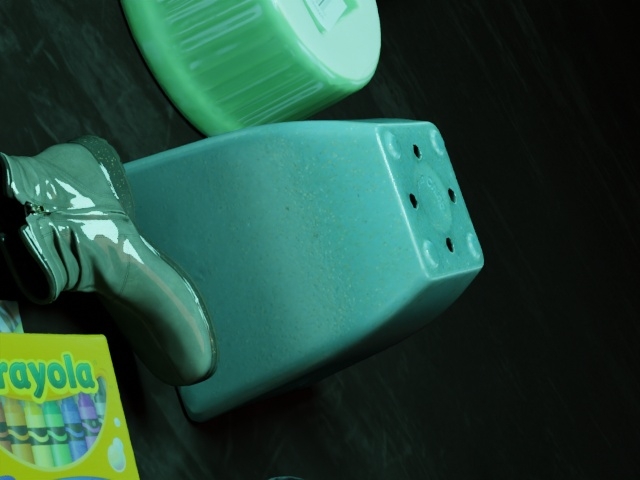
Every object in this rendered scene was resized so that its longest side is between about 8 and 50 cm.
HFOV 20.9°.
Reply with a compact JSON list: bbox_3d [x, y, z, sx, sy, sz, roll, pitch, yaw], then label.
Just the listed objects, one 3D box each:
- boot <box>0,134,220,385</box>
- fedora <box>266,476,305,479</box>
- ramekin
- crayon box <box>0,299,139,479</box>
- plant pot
[{"bbox_3d":[-0.193,0.031,1.429,0.246,0.083,0.161,60,27,1],"label":"boot"},{"bbox_3d":[0.040,0.358,1.538,0.334,0.152,0.334,42,37,-42],"label":"fedora"},{"bbox_3d":[-0.065,-0.257,1.794,0.303,0.148,0.303,42,37,-42],"label":"ramekin"},{"bbox_3d":[-0.220,0.181,1.256,0.203,0.083,0.323,8,64,-61],"label":"crayon box"},{"bbox_3d":[0.000,0.000,1.613,0.247,0.252,0.247,-10,79,-63],"label":"plant pot"}]
